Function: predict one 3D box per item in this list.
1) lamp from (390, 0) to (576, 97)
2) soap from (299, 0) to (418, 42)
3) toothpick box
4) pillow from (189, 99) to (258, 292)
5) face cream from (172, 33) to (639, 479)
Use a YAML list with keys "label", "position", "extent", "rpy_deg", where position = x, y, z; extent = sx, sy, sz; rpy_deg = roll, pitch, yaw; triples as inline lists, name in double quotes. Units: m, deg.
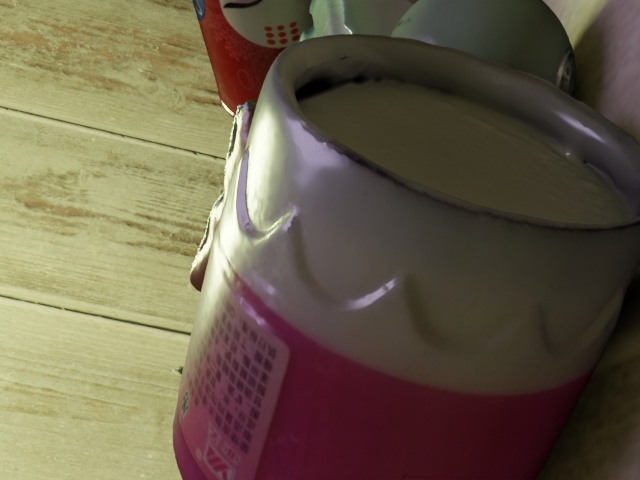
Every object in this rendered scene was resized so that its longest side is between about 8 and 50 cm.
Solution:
- label: "lamp"
  position: [0.084, -0.087, 0.506]
  extent: [0.105, 0.105, 0.105]
  rpy_deg: [-167, 90, -82]
- label: "soap"
  position: [0.044, -0.140, 0.809]
  extent: [0.347, 0.114, 0.208]
  rpy_deg: [-95, 20, -65]
- label: "toothpick box"
  position: [-0.050, -0.307, 1.015]
  extent: [0.333, 0.204, 0.204]
  rpy_deg: [76, -167, -46]
- label: "pillow"
  position: [0.006, 0.002, 0.664]
  extent: [0.075, 0.179, 0.171]
  rpy_deg: [-62, -5, -53]
- label: "face cream"
  position: [0.034, 0.029, 0.421]
  extent: [0.175, 0.175, 0.195]
  rpy_deg: [-91, 15, -59]
